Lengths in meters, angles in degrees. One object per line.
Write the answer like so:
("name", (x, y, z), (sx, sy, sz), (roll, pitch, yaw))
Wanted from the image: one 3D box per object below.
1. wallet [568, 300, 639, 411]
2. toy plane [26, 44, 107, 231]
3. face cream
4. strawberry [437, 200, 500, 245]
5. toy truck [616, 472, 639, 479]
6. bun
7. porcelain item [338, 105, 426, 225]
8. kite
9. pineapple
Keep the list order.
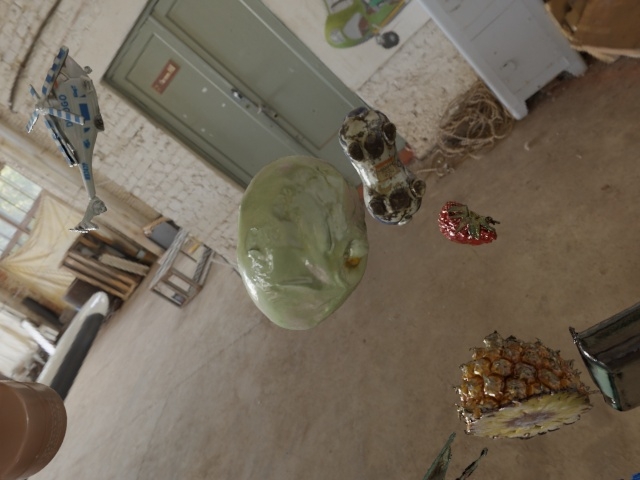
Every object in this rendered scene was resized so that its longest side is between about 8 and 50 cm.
("wallet", (0.340, 0.028, 0.297), (0.318, 0.172, 0.045), (-32, 44, 18))
("toy plane", (-0.387, -0.159, 0.728), (0.182, 0.273, 0.107), (-16, 10, 37))
("face cream", (-0.478, 0.286, 0.660), (0.149, 0.149, 0.104), (-59, -10, -17))
("strawberry", (0.389, -0.021, 1.216), (0.087, 0.167, 0.208), (-53, -18, -9))
("toy truck", (0.444, 0.396, 0.541), (0.113, 0.126, 0.208), (-46, 50, 33))
("bun", (0.000, 0.000, 0.713), (0.179, 0.283, 0.283), (0, 49, 26))
("porcelain item", (0.131, -0.173, 1.039), (0.138, 0.288, 0.186), (-30, 18, 1))
("kite", (0.127, 0.370, 0.575), (0.314, 0.335, 0.011), (-20, 38, -37))
("pineapple", (0.264, 0.184, 0.616), (0.176, 0.161, 0.136), (-10, 48, 1))
